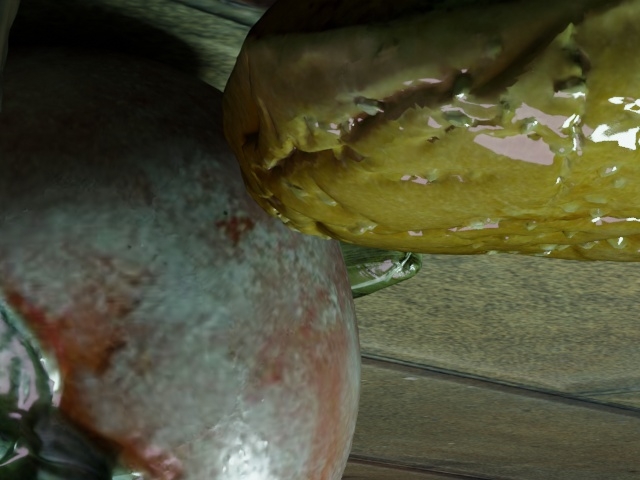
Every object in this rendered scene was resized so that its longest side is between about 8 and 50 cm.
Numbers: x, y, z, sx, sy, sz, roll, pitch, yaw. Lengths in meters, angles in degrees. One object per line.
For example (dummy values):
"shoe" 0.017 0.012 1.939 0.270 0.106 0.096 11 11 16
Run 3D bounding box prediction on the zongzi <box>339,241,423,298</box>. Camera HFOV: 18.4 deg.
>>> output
"zongzi" 0.000 0.000 1.302 0.113 0.052 0.104 24 151 -26

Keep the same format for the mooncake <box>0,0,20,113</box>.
"mooncake" -0.142 -0.081 0.555 0.124 0.228 0.228 4 168 -11

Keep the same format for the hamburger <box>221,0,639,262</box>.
"hamburger" 0.067 -0.064 0.789 0.211 0.132 0.309 1 169 -5

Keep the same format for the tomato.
"tomato" -0.134 0.058 0.974 0.316 0.317 0.282 2 -160 2
